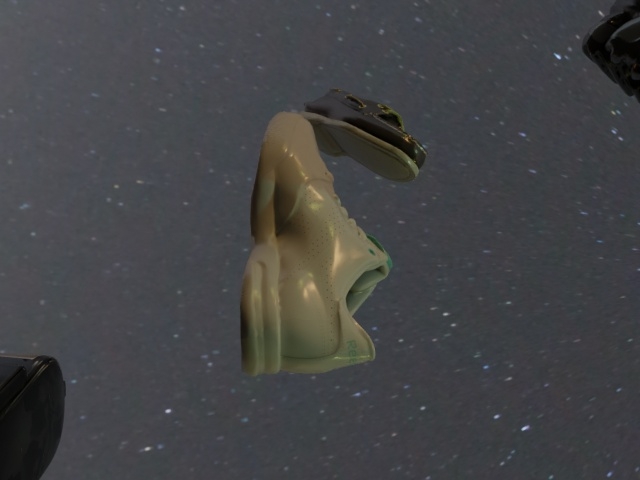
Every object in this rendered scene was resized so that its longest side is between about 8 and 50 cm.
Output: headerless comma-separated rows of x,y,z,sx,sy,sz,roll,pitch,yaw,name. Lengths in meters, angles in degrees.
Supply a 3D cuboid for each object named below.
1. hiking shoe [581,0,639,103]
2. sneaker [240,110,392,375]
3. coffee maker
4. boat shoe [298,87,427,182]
0.289,-0.143,0.572,0.304,0.113,0.132,26,-92,56,hiking shoe
0.000,0.000,0.633,0.094,0.080,0.212,2,-131,0,sneaker
-0.273,0.127,0.602,0.178,0.120,0.171,9,-131,12,coffee maker
0.050,-0.126,1.079,0.068,0.081,0.228,-46,-146,-10,boat shoe
